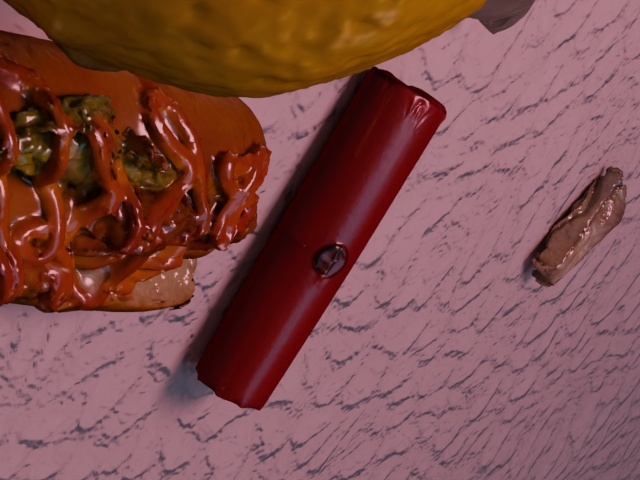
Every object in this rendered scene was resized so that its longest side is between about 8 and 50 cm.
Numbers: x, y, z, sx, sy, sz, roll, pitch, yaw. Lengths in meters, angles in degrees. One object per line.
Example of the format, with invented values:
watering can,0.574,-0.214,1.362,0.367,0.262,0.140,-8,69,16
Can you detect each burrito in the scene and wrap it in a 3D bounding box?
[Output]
burrito,0.283,-0.012,1.380,0.149,0.041,0.055,-47,135,-12

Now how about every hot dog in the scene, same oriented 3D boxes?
hot dog,-0.152,-0.030,0.705,0.349,0.117,0.158,10,112,-56

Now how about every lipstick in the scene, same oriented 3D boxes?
lipstick,-0.001,-0.001,0.983,0.280,0.073,0.073,-59,149,7

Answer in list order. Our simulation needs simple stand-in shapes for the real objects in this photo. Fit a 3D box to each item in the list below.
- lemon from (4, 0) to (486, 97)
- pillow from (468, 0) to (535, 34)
lemon,-0.024,-0.226,0.516,0.336,0.336,0.336,-34,143,-30
pillow,0.101,-0.218,0.887,0.254,0.078,0.144,-6,138,-55
